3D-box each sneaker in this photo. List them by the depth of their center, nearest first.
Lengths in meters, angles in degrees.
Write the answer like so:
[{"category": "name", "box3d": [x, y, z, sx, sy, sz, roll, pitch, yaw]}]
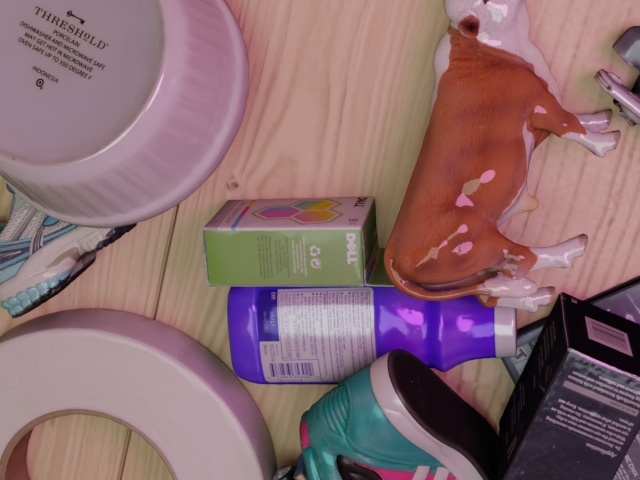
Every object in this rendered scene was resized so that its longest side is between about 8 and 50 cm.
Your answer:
[{"category": "sneaker", "box3d": [0.076, 0.237, 1.223, 0.178, 0.123, 0.295, -27, 128, 22]}, {"category": "sneaker", "box3d": [-0.248, -0.042, 1.233, 0.283, 0.110, 0.122, -39, 93, 18]}]

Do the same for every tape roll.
[{"category": "tape roll", "box3d": [-0.242, 0.264, 1.342, 0.392, 0.072, 0.392, 3, 107, 8]}]

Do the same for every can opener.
[{"category": "can opener", "box3d": [0.375, -0.086, 1.129, 0.283, 0.076, 0.095, 36, 110, -3]}]

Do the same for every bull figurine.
[{"category": "bull figurine", "box3d": [0.165, -0.084, 1.124, 0.188, 0.101, 0.310, 19, 88, -3]}]

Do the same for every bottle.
[{"category": "bottle", "box3d": [0.052, 0.083, 1.225, 0.283, 0.092, 0.118, -2, 106, 10]}]

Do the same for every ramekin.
[{"category": "ramekin", "box3d": [-0.212, -0.153, 1.127, 0.273, 0.127, 0.272, -3, 80, 16]}]

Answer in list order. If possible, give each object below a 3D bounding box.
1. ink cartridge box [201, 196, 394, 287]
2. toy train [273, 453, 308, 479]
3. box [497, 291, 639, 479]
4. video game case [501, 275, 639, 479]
[{"category": "ink cartridge box", "box3d": [0.000, 0.000, 1.201, 0.209, 0.109, 0.062, 0, 107, 10]}, {"category": "toy train", "box3d": [0.031, 0.299, 1.305, 0.105, 0.080, 0.184, -37, 95, 8]}, {"category": "box", "box3d": [0.237, 0.156, 1.156, 0.093, 0.156, 0.158, 23, 109, 2]}, {"category": "video game case", "box3d": [0.340, 0.130, 1.226, 0.274, 0.026, 0.196, -26, 100, 15]}]
